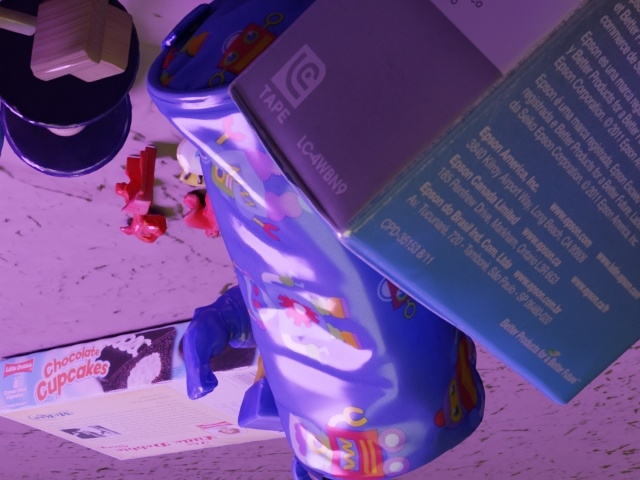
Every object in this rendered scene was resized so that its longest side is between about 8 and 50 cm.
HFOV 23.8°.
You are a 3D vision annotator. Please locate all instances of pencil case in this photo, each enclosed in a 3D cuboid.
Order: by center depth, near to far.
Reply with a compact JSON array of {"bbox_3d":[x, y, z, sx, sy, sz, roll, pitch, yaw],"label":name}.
[{"bbox_3d":[0.000,0.000,0.853,0.133,0.119,0.306,9,133,35],"label":"pencil case"}]

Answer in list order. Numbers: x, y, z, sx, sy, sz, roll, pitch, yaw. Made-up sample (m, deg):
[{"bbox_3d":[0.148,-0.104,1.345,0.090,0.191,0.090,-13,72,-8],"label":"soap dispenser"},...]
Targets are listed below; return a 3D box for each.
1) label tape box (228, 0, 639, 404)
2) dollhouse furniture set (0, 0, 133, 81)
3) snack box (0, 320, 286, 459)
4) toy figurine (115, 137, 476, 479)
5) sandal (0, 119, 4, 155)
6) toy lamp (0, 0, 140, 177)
[{"bbox_3d":[0.165,-0.104,0.702,0.348,0.115,0.249,-44,143,7],"label":"label tape box"},{"bbox_3d":[-0.155,-0.053,0.579,0.161,0.182,0.101,-12,157,39],"label":"dollhouse furniture set"},{"bbox_3d":[-0.126,0.140,1.416,0.322,0.060,0.187,-13,152,32],"label":"snack box"},{"bbox_3d":[0.024,0.081,1.065,0.363,0.217,0.191,10,156,-16],"label":"toy figurine"},{"bbox_3d":[-0.290,-0.088,0.846,0.138,0.126,0.317,-11,162,21],"label":"sandal"},{"bbox_3d":[-0.136,-0.080,0.812,0.080,0.080,0.275,7,175,-10],"label":"toy lamp"}]
